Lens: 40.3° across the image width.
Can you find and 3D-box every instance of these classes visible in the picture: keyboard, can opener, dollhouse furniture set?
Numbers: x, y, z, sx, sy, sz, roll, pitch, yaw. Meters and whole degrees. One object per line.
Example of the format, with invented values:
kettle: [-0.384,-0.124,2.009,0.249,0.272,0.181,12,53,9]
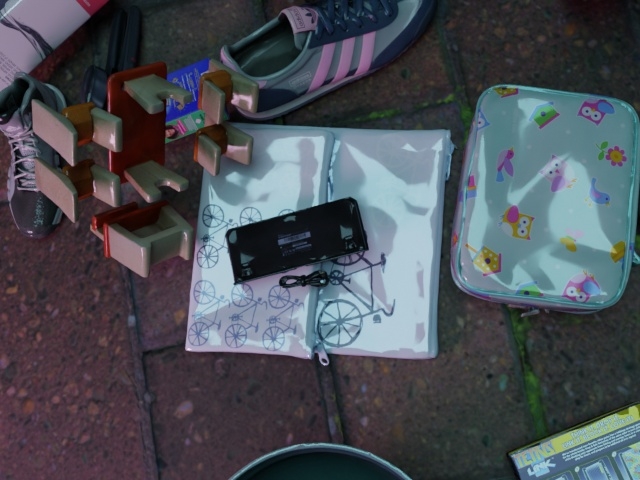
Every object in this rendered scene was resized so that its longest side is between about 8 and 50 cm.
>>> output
keyboard: [-0.029,0.016,1.124,0.180,0.023,0.108,-15,69,6]
can opener: [-0.285,-0.253,1.239,0.059,0.073,0.186,5,70,18]
dollhouse furniture set: [-0.228,-0.096,1.089,0.262,0.259,0.135,-24,46,-39]

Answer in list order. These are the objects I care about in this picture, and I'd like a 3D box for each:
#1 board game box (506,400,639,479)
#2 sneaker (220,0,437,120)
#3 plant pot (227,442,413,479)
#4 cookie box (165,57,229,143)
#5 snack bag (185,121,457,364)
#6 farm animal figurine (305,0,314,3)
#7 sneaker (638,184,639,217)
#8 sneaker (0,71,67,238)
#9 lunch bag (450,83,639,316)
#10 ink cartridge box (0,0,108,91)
board game box: [0.328,0.288,1.036,0.170,0.048,0.141,-22,74,3]
sneaker: [0.012,-0.275,1.153,0.319,0.131,0.112,-32,68,0]
plant pot: [0.013,0.378,0.990,0.293,0.196,0.293,-2,78,8]
cookie box: [-0.188,-0.192,1.204,0.107,0.040,0.092,-21,54,5]
snack bag: [0.000,0.000,1.152,0.342,0.037,0.323,4,79,9]
farm animal figurine: [0.082,-0.464,1.087,0.326,0.172,0.330,6,53,29]
sneaker: [0.523,-0.133,1.044,0.341,0.139,0.125,-42,77,0]
sneaker: [-0.411,-0.123,1.191,0.086,0.132,0.229,-4,78,8]
lunch bag: [0.282,-0.043,1.079,0.224,0.108,0.279,8,82,5]
ink cartridge box: [-0.434,-0.341,1.234,0.237,0.100,0.172,-42,56,-1]
